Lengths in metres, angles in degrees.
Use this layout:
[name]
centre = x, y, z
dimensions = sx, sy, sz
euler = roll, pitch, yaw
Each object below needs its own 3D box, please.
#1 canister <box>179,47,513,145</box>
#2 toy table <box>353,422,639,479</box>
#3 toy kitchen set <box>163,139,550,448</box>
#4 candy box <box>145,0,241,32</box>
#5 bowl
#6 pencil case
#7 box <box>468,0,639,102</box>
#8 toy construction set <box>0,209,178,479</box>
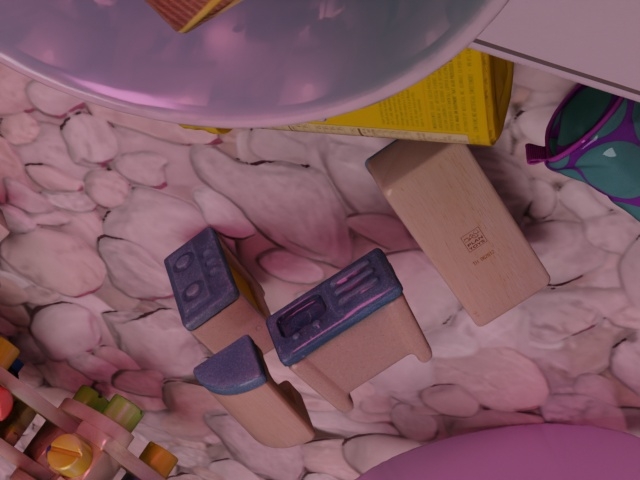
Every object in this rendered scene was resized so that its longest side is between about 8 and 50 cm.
[canister]
centre = 0.006, -0.107, 0.608
dimensions = 0.170, 0.073, 0.126
euler = 6, 140, 17
[toy table]
centre = 0.143, 0.246, 0.851
dimensions = 0.274, 0.252, 0.161
euler = -2, 122, 45
[toy kitchen set]
centre = 0.000, 0.000, 0.751
dimensions = 0.207, 0.166, 0.122
euler = -34, 125, 5
[candy box]
centre = 0.023, -0.182, 0.231
dimensions = 0.316, 0.087, 0.183
euler = -21, 126, 41
[bowl]
centre = -0.050, -0.206, 0.440
dimensions = 0.312, 0.163, 0.311
euler = 14, 142, 11
[pencil case]
centre = 0.183, -0.023, 0.630
dimensions = 0.152, 0.064, 0.070
euler = 38, 123, -19
[box]
centre = 0.173, -0.167, 0.417
dimensions = 0.169, 0.087, 0.290
euler = 16, 144, -13
[toy construction set]
centre = -0.252, 0.113, 0.933
dimensions = 0.215, 0.151, 0.327
euler = 16, 142, 50
